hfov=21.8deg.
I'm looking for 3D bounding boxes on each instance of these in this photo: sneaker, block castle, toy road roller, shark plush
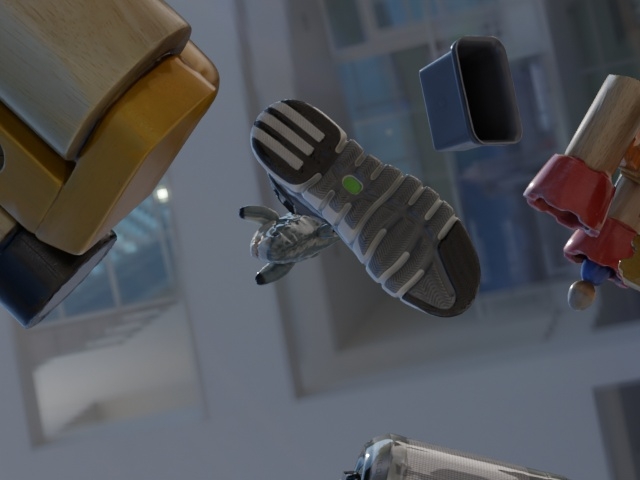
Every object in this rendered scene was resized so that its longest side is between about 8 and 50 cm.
[{"bbox_3d":[0.036,-0.023,1.378,0.228,0.086,0.132,44,171,1],"label":"sneaker"},{"bbox_3d":[0.440,0.040,1.652,0.213,0.453,0.303,-60,-24,-5],"label":"block castle"},{"bbox_3d":[-0.171,-0.121,1.152,0.202,0.329,0.240,43,-127,1],"label":"toy road roller"},{"bbox_3d":[0.000,0.000,1.507,0.161,0.067,0.073,-3,-94,-37],"label":"shark plush"}]

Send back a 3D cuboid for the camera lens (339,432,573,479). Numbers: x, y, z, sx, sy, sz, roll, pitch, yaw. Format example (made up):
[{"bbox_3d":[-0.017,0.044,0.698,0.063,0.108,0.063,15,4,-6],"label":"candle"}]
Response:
[{"bbox_3d":[0.141,0.317,1.600,0.219,0.274,0.219,-166,90,-89],"label":"camera lens"}]

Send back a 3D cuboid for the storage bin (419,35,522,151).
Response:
[{"bbox_3d":[0.181,-0.172,2.023,0.098,0.091,0.135,-5,-99,-39],"label":"storage bin"}]
